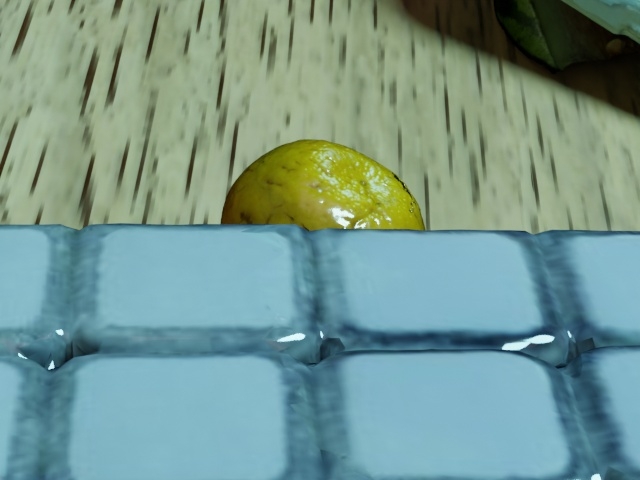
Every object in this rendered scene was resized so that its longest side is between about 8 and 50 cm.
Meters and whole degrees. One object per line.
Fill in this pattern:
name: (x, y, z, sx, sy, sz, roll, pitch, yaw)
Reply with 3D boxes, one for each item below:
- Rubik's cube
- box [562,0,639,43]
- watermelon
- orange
Rubik's cube: (-0.023, 0.150, 0.336, 0.238, 0.237, 0.237, -1, 32, -4)
box: (0.237, -0.179, 0.949, 0.312, 0.182, 0.175, 34, 41, 15)
watermelon: (0.168, -0.158, 1.085, 0.119, 0.063, 0.245, 38, 39, 21)
orange: (0.000, 0.000, 0.762, 0.083, 0.070, 0.083, 18, 36, -14)
